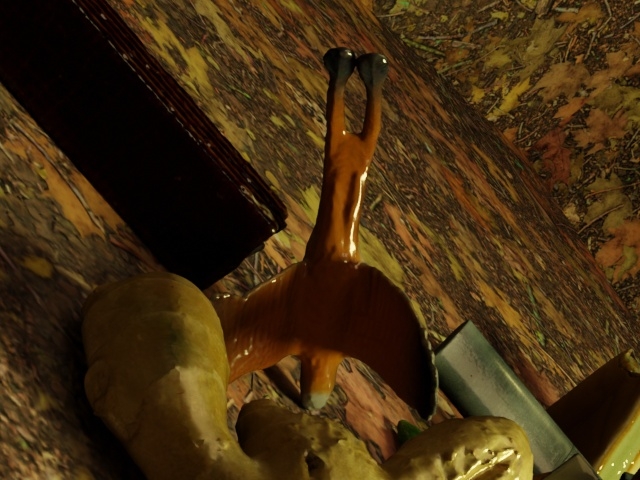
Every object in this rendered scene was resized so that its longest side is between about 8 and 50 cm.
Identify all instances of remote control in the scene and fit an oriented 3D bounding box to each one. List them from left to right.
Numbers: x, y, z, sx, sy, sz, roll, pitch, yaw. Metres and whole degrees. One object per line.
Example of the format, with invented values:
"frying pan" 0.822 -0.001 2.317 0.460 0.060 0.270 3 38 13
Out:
"remote control" 0.278 0.272 1.744 0.377 0.044 0.107 50 51 -1

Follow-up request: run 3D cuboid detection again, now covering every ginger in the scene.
"ginger" -0.031 0.187 0.948 0.363 0.122 0.348 31 38 -9

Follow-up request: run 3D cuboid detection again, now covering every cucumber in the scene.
"cucumber" 0.106 0.236 1.399 0.039 0.039 0.168 43 15 -27

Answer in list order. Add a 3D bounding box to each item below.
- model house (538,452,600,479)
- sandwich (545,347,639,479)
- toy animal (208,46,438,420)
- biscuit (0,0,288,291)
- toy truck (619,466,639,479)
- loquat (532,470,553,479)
"model house" 0.269 0.309 1.299 0.211 0.243 0.204 54 16 11
"sandwich" 0.426 0.287 1.887 0.155 0.198 0.227 45 16 -21
"toy animal" -0.001 0.006 1.235 0.225 0.284 0.302 9 -9 0
"biscuit" -0.194 -0.127 1.249 0.388 0.107 0.073 49 18 -6
"toy truck" 0.392 0.335 1.508 0.338 0.133 0.184 95 10 -61
"loquat" 0.261 0.315 1.483 0.141 0.141 0.141 46 16 -17
